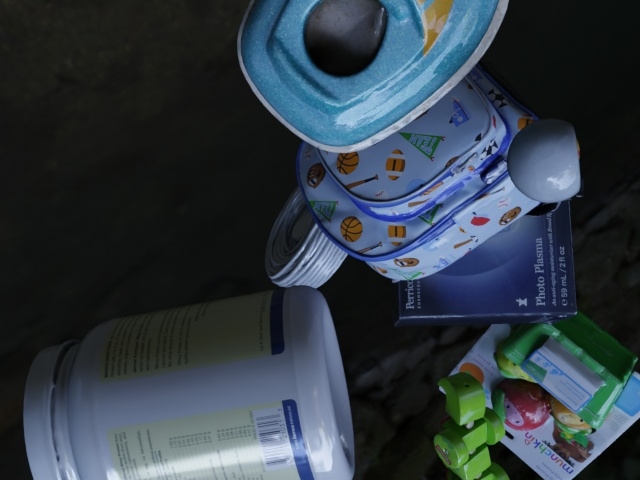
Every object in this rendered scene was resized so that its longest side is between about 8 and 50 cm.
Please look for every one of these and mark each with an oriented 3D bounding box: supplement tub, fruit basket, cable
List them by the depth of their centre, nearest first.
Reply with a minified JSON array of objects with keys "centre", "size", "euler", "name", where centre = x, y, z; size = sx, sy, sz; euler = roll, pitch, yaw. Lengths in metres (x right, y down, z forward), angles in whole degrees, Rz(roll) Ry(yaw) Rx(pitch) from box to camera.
[{"centre":[-0.138,0.189,1.022],"size":[0.324,0.236,0.235],"euler":[-10,164,5],"name":"supplement tub"},{"centre":[0.436,0.302,1.794],"size":[0.165,0.327,0.353],"euler":[-33,160,-55],"name":"fruit basket"},{"centre":[0.000,0.000,1.851],"size":[0.071,0.107,0.071],"euler":[-35,-151,22],"name":"supplement tub"},{"centre":[-0.018,-0.020,1.852],"size":[0.257,0.089,0.257],"euler":[-62,-157,7],"name":"cable"}]

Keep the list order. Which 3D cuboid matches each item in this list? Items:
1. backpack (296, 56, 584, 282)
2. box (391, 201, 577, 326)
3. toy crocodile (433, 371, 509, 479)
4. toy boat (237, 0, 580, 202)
[{"centre":[0.107,-0.091,1.030],"size":[0.263,0.277,0.213],"euler":[-45,141,18],"name":"backpack"},{"centre":[0.268,-0.005,1.560],"size":[0.293,0.297,0.183],"euler":[-2,171,2],"name":"box"},{"centre":[0.260,0.392,1.622],"size":[0.115,0.105,0.341],"euler":[-26,122,-25],"name":"toy crocodile"},{"centre":[0.096,-0.156,0.760],"size":[0.267,0.318,0.148],"euler":[-49,180,16],"name":"toy boat"}]
